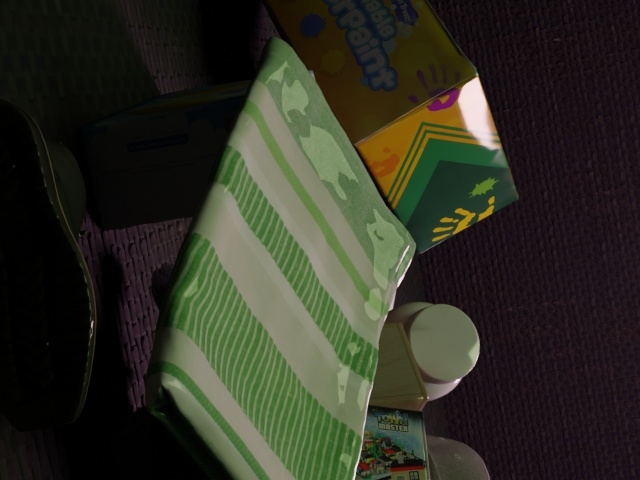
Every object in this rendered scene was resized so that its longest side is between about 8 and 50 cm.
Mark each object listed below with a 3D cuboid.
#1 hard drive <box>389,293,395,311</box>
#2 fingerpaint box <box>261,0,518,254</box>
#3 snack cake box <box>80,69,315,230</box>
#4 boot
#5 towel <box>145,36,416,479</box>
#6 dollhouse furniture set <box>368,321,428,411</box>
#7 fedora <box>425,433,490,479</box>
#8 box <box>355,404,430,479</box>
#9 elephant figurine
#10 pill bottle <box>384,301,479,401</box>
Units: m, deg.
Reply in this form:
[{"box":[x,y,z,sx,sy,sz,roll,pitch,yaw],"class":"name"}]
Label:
[{"box":[0.056,0.132,1.798,0.203,0.040,0.307,45,56,-71],"class":"hard drive"},{"box":[0.046,-0.249,1.603,0.444,0.163,0.371,61,4,24],"class":"fingerpaint box"},{"box":[-0.088,-0.085,1.127,0.264,0.152,0.089,-57,137,-76],"class":"snack cake box"},{"box":[-0.168,0.016,0.823,0.137,0.077,0.197,35,47,-84],"class":"boot"},{"box":[-0.017,0.047,0.948,0.248,0.038,0.324,56,38,-37],"class":"towel"},{"box":[-0.026,0.230,1.535,0.355,0.174,0.303,113,-32,-47],"class":"dollhouse furniture set"},{"box":[0.122,0.312,1.574,0.275,0.124,0.243,-156,-114,-66],"class":"fedora"},{"box":[0.009,0.218,1.306,0.036,0.207,0.114,130,-37,-52],"class":"box"},{"box":[-0.086,0.160,1.011,0.169,0.186,0.239,-36,113,-31],"class":"elephant figurine"},{"box":[0.106,0.142,1.595,0.216,0.121,0.121,146,-61,-65],"class":"pill bottle"}]
